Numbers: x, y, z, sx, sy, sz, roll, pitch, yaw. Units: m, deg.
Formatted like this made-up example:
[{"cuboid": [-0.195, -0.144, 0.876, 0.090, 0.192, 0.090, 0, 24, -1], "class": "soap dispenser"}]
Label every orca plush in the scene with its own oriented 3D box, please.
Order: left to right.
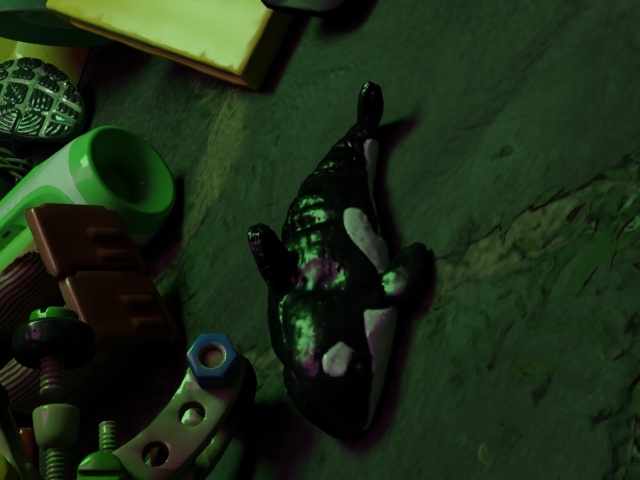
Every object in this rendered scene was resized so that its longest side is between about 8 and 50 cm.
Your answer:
[{"cuboid": [0.000, 0.000, 0.982, 0.151, 0.102, 0.287, -15, 54, 49], "class": "orca plush"}]

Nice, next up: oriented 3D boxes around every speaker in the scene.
[{"cuboid": [-0.281, 0.008, 1.347, 0.296, 0.131, 0.131, -37, 39, 32], "class": "speaker"}]

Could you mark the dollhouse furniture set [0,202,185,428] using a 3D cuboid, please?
[{"cuboid": [-0.330, 0.084, 1.104, 0.201, 0.374, 0.152, -42, 66, 30], "class": "dollhouse furniture set"}]

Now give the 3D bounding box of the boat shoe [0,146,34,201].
[{"cuboid": [-0.422, -0.062, 1.598, 0.355, 0.132, 0.130, 21, 83, 57], "class": "boat shoe"}]

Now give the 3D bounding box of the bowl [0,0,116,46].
[{"cuboid": [-0.314, -0.326, 1.538, 0.311, 0.311, 0.163, -4, 82, 53], "class": "bowl"}]

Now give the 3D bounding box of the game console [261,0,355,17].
[{"cuboid": [0.048, -0.373, 1.213, 0.213, 0.044, 0.361, 11, 79, 37], "class": "game console"}]

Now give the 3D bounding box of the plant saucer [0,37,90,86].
[{"cuboid": [-0.413, -0.301, 1.820, 0.333, 0.081, 0.332, -16, 52, 49], "class": "plant saucer"}]

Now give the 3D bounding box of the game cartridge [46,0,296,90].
[{"cuboid": [-0.105, -0.338, 1.346, 0.285, 0.053, 0.323, 23, 83, 32], "class": "game cartridge"}]

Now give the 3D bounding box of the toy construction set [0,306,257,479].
[{"cuboid": [-0.183, 0.215, 0.998, 0.309, 0.257, 0.237, 131, 139, -56], "class": "toy construction set"}]

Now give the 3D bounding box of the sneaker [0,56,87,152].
[{"cuboid": [-0.391, -0.165, 1.657, 0.275, 0.110, 0.107, 11, 66, 36], "class": "sneaker"}]
